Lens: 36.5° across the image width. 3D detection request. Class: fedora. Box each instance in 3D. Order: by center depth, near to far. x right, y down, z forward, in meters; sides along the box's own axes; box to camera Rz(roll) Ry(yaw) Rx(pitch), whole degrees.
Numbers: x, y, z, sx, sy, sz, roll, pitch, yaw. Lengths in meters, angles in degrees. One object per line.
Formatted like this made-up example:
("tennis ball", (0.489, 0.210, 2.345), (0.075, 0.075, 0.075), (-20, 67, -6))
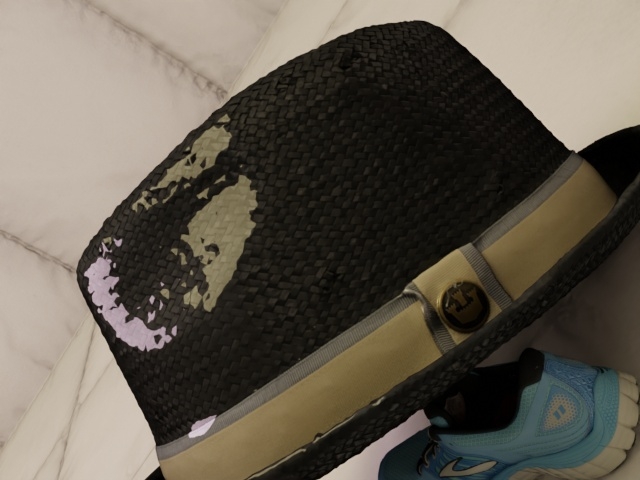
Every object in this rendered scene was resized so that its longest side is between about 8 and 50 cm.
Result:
("fedora", (0.000, 0.000, 0.498), (0.334, 0.152, 0.334), (-35, 0, 0))

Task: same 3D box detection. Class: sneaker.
("sneaker", (0.074, 0.088, 0.473), (0.162, 0.073, 0.063), (-42, 25, 46))
